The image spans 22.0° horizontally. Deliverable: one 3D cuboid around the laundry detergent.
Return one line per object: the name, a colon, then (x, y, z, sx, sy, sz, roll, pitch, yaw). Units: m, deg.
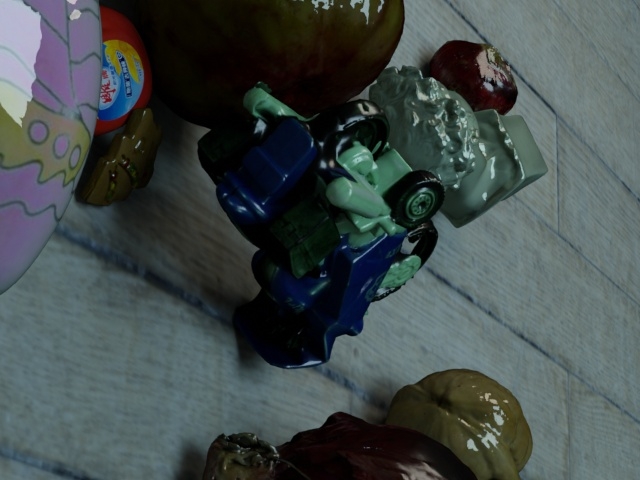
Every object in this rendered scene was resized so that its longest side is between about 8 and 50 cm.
laundry detergent: (-0.188, -0.120, 1.205, 0.165, 0.049, 0.097, -27, 105, -60)

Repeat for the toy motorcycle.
toy motorcycle: (0.000, 0.000, 1.336, 0.125, 0.196, 0.331, 47, -5, 25)

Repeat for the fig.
fig: (-0.073, -0.249, 1.335, 0.217, 0.217, 0.320, 8, 56, -61)

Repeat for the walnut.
walnut: (0.130, 0.200, 1.596, 0.166, 0.149, 0.166, -35, 141, -35)

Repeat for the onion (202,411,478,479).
onion: (0.041, 0.248, 1.347, 0.281, 0.281, 0.221, -13, 136, -62)

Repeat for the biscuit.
biscuit: (-0.150, -0.058, 1.257, 0.092, 0.016, 0.082, -48, 158, -40)

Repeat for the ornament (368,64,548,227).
ornament: (0.139, -0.087, 1.719, 0.285, 0.120, 0.130, 23, 41, -56)

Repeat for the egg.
egg: (-0.224, -0.094, 0.978, 0.196, 0.196, 0.271, 28, 52, -56)

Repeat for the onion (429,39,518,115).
onion: (0.167, -0.175, 1.837, 0.107, 0.097, 0.107, 40, 10, -8)
